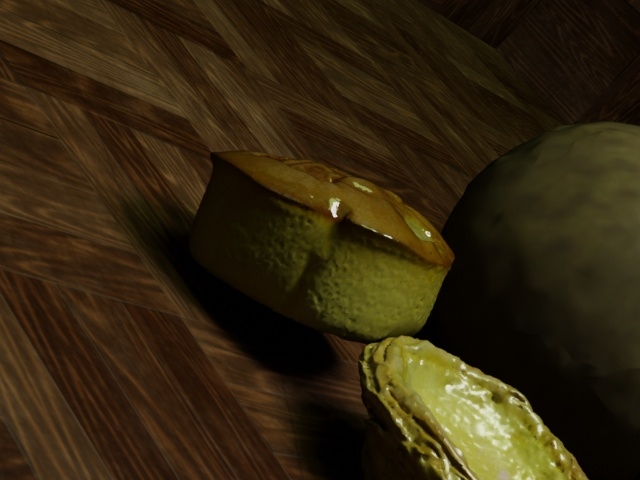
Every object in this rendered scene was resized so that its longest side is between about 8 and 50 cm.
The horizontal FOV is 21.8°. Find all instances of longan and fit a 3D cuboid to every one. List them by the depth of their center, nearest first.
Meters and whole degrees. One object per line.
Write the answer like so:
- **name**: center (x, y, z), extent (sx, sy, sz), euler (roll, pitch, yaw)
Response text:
- **longan**: center (0.319, 0.077, 1.920), extent (0.404, 0.404, 0.436), euler (34, 44, -29)

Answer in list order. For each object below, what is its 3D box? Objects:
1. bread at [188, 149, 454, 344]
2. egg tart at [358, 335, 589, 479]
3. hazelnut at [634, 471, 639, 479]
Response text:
- **bread**: center (0.000, 0.000, 1.635), extent (0.269, 0.148, 0.270), euler (24, 4, -2)
- **egg tart**: center (0.131, 0.219, 1.519), extent (0.294, 0.123, 0.294), euler (35, 19, -14)
- **hazelnut**: center (0.386, 0.331, 1.318), extent (0.402, 0.402, 0.429), euler (47, 21, 16)
